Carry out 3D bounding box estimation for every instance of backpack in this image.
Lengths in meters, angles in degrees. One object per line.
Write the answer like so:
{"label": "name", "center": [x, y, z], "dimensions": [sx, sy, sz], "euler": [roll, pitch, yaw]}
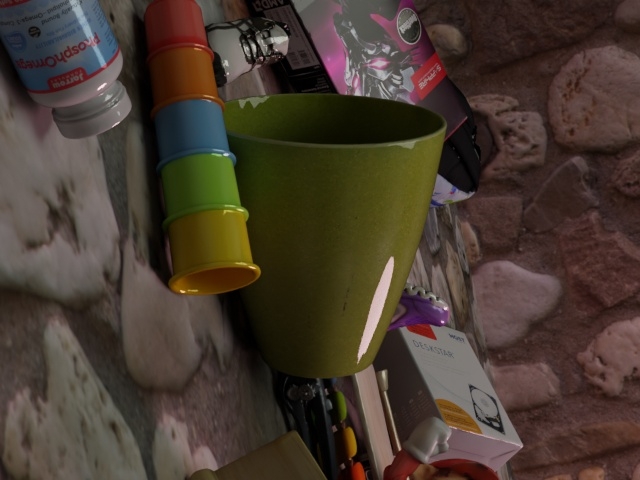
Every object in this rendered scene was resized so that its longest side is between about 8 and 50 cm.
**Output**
{"label": "backpack", "center": [0.151, -0.194, 2.343], "dimensions": [0.355, 0.273, 0.290], "euler": [19, 55, -44]}

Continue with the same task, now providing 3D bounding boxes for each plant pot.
{"label": "plant pot", "center": [0.000, 0.000, 1.544], "dimensions": [0.275, 0.274, 0.294], "euler": [-60, 154, -71]}

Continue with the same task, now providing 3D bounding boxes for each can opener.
{"label": "can opener", "center": [-0.008, 0.231, 1.645], "dimensions": [0.073, 0.059, 0.186], "euler": [-33, 109, -76]}

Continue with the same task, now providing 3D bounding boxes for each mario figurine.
{"label": "mario figurine", "center": [0.121, 0.341, 1.596], "dimensions": [0.320, 0.170, 0.198], "euler": [-16, 128, -44]}

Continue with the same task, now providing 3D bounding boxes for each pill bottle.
{"label": "pill bottle", "center": [-0.217, -0.168, 1.100], "dimensions": [0.087, 0.087, 0.160], "euler": [-83, 155, -55]}

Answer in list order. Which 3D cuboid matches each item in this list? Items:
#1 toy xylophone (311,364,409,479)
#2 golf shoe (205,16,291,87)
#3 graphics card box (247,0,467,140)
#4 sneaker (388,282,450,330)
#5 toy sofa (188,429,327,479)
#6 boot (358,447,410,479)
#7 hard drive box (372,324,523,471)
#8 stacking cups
{"label": "toy xylophone", "center": [0.050, 0.280, 1.788], "dimensions": [0.236, 0.081, 0.323], "euler": [26, 52, -72]}
{"label": "golf shoe", "center": [-0.092, -0.249, 1.681], "dimensions": [0.198, 0.094, 0.077], "euler": [-66, 142, -66]}
{"label": "graphics card box", "center": [0.061, -0.272, 1.994], "dimensions": [0.233, 0.094, 0.371], "euler": [-44, 115, -35]}
{"label": "sneaker", "center": [0.046, 0.098, 1.703], "dimensions": [0.095, 0.236, 0.105], "euler": [128, -31, -79]}
{"label": "toy sofa", "center": [-0.024, 0.384, 1.320], "dimensions": [0.150, 0.177, 0.363], "euler": [53, -13, 56]}
{"label": "boot", "center": [0.121, 0.417, 1.956], "dimensions": [0.236, 0.085, 0.179], "euler": [55, 28, -54]}
{"label": "hard drive box", "center": [0.174, 0.230, 2.002], "dimensions": [0.181, 0.089, 0.232], "euler": [20, 32, -40]}
{"label": "stacking cups", "center": [-0.127, -0.106, 1.387], "dimensions": [0.096, 0.096, 0.316], "euler": [42, 38, -68]}
